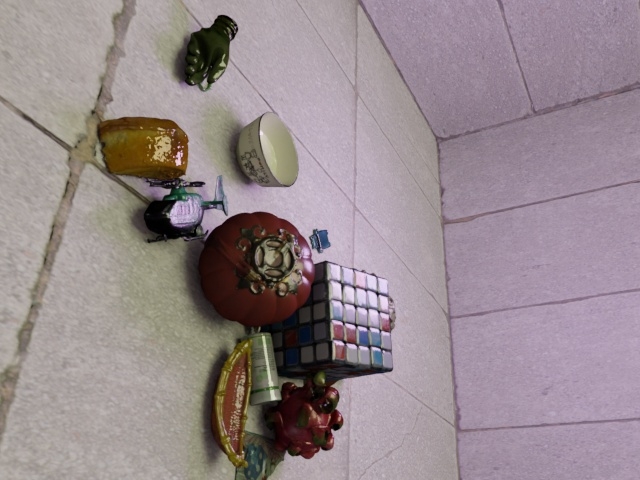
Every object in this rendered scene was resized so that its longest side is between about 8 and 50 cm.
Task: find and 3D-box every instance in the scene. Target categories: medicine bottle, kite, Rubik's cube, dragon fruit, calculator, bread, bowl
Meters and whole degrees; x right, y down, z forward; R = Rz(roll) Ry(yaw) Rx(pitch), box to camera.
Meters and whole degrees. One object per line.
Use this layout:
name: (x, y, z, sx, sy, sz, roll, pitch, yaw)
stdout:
medicine bottle: (-0.161, 0.346, 1.637, 0.086, 0.086, 0.183, 22, 53, -60)
kite: (-0.158, 0.638, 1.616, 0.335, 0.012, 0.314, -37, 112, -62)
Rubik's cube: (0.013, 0.247, 1.769, 0.292, 0.293, 0.286, 20, 61, -46)
dragon fruit: (-0.029, 0.478, 1.679, 0.198, 0.273, 0.218, 21, 34, -52)
calculator: (0.000, 0.000, 2.234, 0.141, 0.019, 0.094, -16, 92, -63)
bread: (-0.384, -0.211, 1.410, 0.229, 0.140, 0.143, -3, 89, -63)
bowl: (-0.174, -0.266, 1.869, 0.238, 0.126, 0.237, 38, 46, -53)

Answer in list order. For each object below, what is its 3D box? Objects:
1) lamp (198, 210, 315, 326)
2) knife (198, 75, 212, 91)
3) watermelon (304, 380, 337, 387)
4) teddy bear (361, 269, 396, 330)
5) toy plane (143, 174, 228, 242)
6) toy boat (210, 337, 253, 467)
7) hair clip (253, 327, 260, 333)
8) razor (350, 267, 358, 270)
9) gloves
lamp: (-0.162, 0.072, 1.567, 0.303, 0.257, 0.303, 6, 75, -24)
knife: (-0.317, -0.502, 1.813, 0.054, 0.015, 0.212, 60, 30, -33)
watermelon: (0.068, 0.384, 1.978, 0.159, 0.303, 0.128, 55, 0, 32)
teddy bear: (0.092, 0.249, 2.126, 0.368, 0.224, 0.357, 36, 62, -22)
toy plane: (-0.321, -0.082, 1.481, 0.382, 0.107, 0.155, -17, 105, -69)
toy boat: (-0.215, 0.403, 1.512, 0.141, 0.099, 0.317, 49, 35, -52)
hair clip: (-0.186, 0.122, 1.729, 0.106, 0.085, 0.292, 27, 60, -62)
razor: (0.137, 0.184, 2.422, 0.068, 0.040, 0.135, 37, 53, -53)
gloves: (-0.318, -0.531, 1.714, 0.135, 0.107, 0.268, 34, 53, -13)
